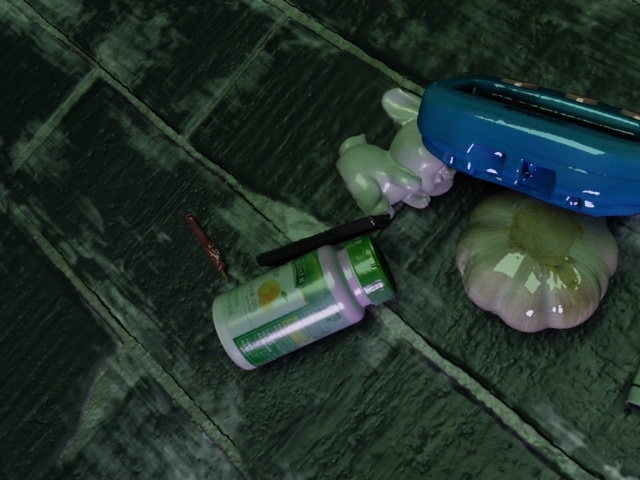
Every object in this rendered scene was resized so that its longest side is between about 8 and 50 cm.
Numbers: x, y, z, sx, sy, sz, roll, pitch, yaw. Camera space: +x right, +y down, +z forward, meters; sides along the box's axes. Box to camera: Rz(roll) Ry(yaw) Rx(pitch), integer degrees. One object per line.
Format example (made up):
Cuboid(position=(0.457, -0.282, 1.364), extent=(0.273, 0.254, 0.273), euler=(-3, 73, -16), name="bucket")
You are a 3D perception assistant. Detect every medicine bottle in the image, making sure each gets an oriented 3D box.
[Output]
Cuboid(position=(-0.022, 0.093, 1.100), extent=(0.274, 0.133, 0.133), euler=(-25, 64, 9), name="medicine bottle")

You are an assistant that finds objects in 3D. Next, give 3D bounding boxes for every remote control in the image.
Cuboid(position=(0.000, 0.000, 1.126), extent=(0.245, 0.063, 0.025), euler=(-19, 80, 36), name="remote control")

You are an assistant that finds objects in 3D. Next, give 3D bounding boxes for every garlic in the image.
Cuboid(position=(0.300, 0.028, 0.990), extent=(0.228, 0.152, 0.228), euler=(-8, 54, 12), name="garlic")

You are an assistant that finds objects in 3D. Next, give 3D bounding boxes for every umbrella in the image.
Cuboid(position=(-0.201, 0.008, 1.256), extent=(0.025, 0.027, 0.165), euler=(-50, 62, 27), name="umbrella")

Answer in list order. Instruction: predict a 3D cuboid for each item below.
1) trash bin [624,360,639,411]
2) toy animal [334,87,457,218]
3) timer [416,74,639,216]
Cuboid(position=(0.480, 0.177, 0.920), extent=(0.116, 0.059, 0.130), euler=(21, 78, 25), name="trash bin")
Cuboid(position=(0.120, -0.132, 1.133), extent=(0.193, 0.127, 0.178), euler=(-41, 61, 6), name="toy animal")
Cuboid(position=(0.317, -0.141, 0.975), extent=(0.340, 0.309, 0.115), euler=(24, 116, 26), name="timer")
